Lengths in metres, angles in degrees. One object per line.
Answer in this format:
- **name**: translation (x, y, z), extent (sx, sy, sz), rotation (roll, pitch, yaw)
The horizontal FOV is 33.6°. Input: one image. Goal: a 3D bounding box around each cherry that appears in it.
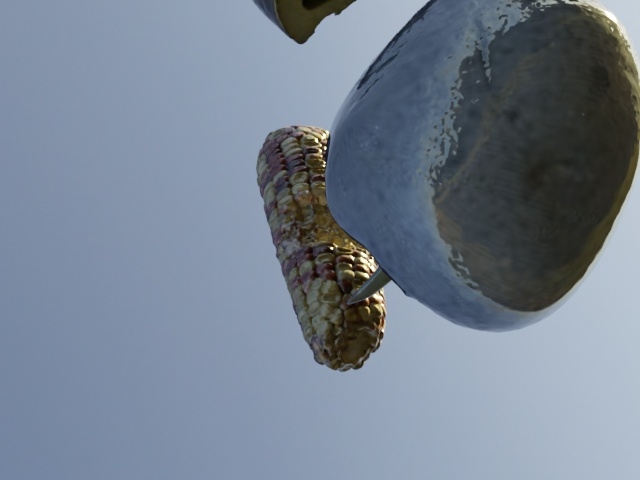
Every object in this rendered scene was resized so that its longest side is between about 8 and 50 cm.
- **cherry**: translation (0.118, -0.063, 0.801), extent (0.218, 0.255, 0.296), rotation (26, -74, -17)

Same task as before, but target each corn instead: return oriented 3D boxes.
- **corn**: translation (0.000, 0.000, 1.020), extent (0.098, 0.098, 0.290), rotation (35, -153, -38)

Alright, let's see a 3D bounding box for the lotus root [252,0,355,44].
- **lotus root**: translation (0.016, -0.312, 1.034), extent (0.235, 0.119, 0.138), rotation (-39, -44, -11)
